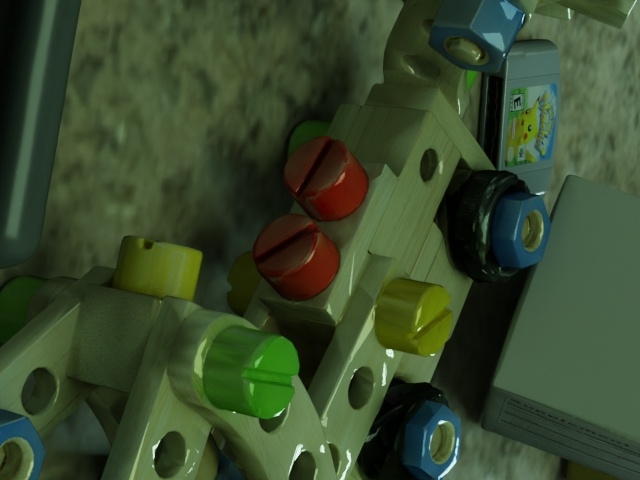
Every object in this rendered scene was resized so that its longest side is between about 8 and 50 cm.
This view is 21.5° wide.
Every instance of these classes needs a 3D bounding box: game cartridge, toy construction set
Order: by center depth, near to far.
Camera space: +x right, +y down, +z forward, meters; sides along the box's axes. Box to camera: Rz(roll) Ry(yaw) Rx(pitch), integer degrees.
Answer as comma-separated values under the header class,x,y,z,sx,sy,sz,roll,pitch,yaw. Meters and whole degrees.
class,x,y,z,sx,sy,sz,roll,pitch,yaw
toy construction set,0.000,0.000,0.647,0.327,0.151,0.215,-54,138,-11
game cartridge,0.101,-0.059,0.850,0.056,0.017,0.083,-15,112,-53

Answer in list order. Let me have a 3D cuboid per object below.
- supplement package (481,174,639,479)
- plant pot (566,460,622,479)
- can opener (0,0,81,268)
class,x,y,z,sx,sy,sz,roll,pitch,yaw
supplement package,0.143,0.051,0.804,0.179,0.105,0.105,75,36,-77
plant pot,0.193,0.099,0.963,0.081,0.081,0.083,-3,92,-51
can opener,-0.091,-0.125,0.535,0.074,0.093,0.280,6,100,-53
